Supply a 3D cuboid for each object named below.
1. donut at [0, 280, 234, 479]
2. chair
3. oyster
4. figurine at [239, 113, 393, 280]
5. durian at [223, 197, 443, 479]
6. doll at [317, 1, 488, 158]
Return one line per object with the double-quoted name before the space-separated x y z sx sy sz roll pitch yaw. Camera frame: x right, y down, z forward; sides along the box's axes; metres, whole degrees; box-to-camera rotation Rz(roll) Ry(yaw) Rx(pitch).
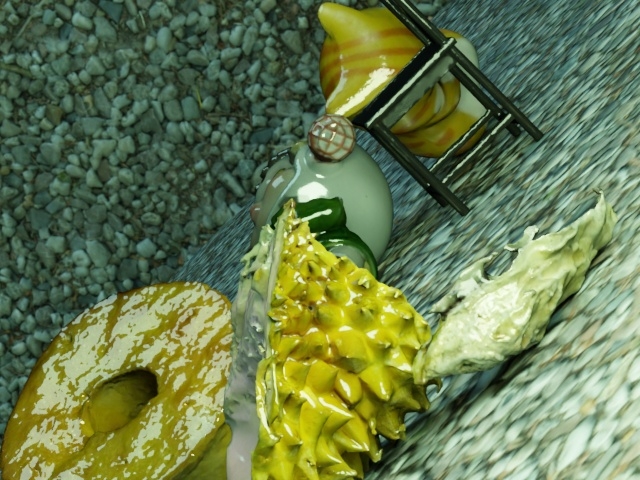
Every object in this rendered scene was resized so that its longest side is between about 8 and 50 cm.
"donut" -0.179 0.184 1.926 0.303 0.110 0.303 -23 42 22
"chair" 0.099 -0.167 2.055 0.141 0.260 0.154 -46 7 0
"oyster" 0.160 0.037 1.430 0.209 0.072 0.133 -24 -18 -50
"figurine" 0.000 0.000 2.121 0.370 0.167 0.281 -88 17 -67
"durian" -0.024 0.152 1.468 0.195 0.185 0.305 -65 -1 -46
"doll" 0.099 -0.190 2.250 0.162 0.166 0.269 -19 -18 16
